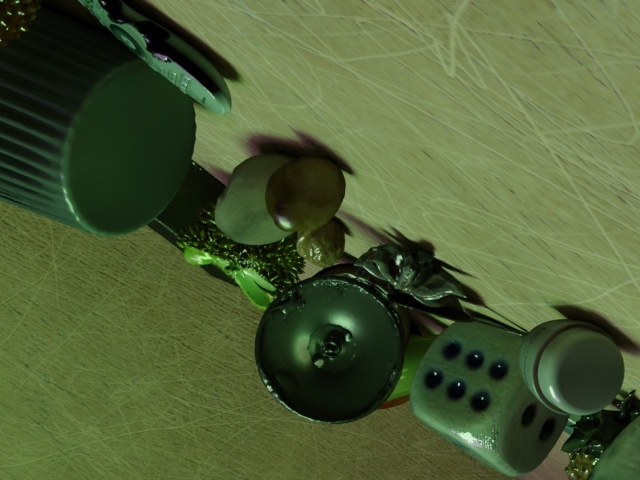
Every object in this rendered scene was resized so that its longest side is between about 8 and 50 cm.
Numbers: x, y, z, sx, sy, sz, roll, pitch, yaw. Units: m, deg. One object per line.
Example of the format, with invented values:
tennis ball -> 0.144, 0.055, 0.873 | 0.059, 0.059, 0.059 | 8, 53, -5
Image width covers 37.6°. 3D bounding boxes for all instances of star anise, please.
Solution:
star anise -> 0.137, 0.052, 1.367 | 0.181, 0.061, 0.204 | 24, 169, 19

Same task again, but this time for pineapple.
pineapple -> 0.463, 0.326, 1.472 | 0.165, 0.165, 0.364 | 29, 161, 26

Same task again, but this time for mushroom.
mushroom -> -0.066, -0.057, 1.316 | 0.128, 0.128, 0.350 | 36, 168, -15

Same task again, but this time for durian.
durian -> -0.127, 0.011, 1.693 | 0.237, 0.176, 0.200 | 35, -179, 22

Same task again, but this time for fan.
fan -> 0.205, 0.113, 1.419 | 0.220, 0.009, 0.132 | 16, -173, 6

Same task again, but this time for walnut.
walnut -> 0.000, 0.000, 1.512 | 0.079, 0.082, 0.096 | 63, -178, 36

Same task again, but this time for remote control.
remote control -> -0.202, -0.239, 1.108 | 0.256, 0.045, 0.097 | 38, 169, -8

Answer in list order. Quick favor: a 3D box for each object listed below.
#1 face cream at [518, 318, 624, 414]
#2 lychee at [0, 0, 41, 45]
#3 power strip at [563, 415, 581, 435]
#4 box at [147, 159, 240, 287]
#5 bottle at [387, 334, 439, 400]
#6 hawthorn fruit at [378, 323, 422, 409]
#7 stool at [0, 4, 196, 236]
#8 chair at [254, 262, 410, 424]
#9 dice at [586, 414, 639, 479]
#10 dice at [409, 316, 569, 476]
face cream -> 0.307, 0.154, 1.161 | 0.117, 0.117, 0.104 | 36, 179, -15
lychee -> -0.397, -0.298, 1.027 | 0.200, 0.200, 0.238 | 33, 148, 1
power strip -> 0.390, 0.284, 1.733 | 0.270, 0.046, 0.118 | 29, 169, 31
box -> -0.238, -0.040, 1.899 | 0.273, 0.143, 0.184 | 40, 168, -27
bottle -> 0.143, 0.236, 1.759 | 0.112, 0.260, 0.112 | -17, -90, -83
hawthorn fruit -> 0.092, 0.255, 1.955 | 0.224, 0.224, 0.261 | 38, 131, -24
stool -> -0.373, -0.175, 1.308 | 0.330, 0.297, 0.297 | 22, 166, 29
chair -> 0.037, 0.153, 1.576 | 0.226, 0.226, 0.401 | 33, -174, 4
dice -> 0.482, 0.364, 0.986 | 0.328, 0.330, 0.348 | 38, 168, -20
dice -> 0.274, 0.248, 1.499 | 0.193, 0.194, 0.192 | 27, 167, 44
